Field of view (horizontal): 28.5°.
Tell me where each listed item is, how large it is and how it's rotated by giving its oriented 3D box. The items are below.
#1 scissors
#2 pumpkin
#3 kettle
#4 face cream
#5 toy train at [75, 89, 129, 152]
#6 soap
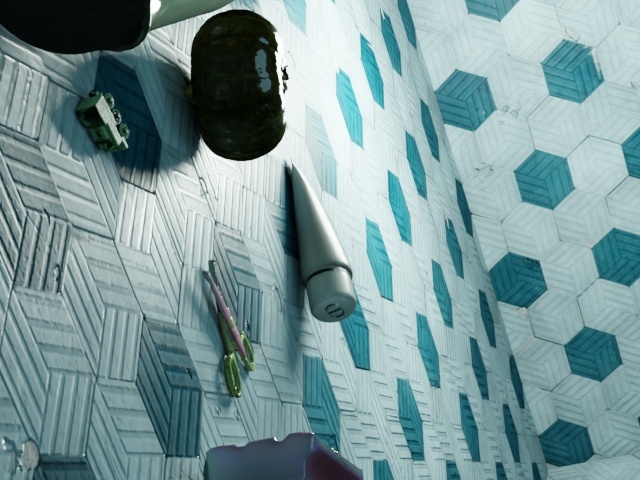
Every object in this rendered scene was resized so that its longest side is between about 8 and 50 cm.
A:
[{"bbox_3d":[-0.131,0.119,1.784,0.133,0.020,0.187,-67,142,-69],"label":"scissors"},{"bbox_3d":[-0.123,-0.227,1.855,0.223,0.157,0.224,-7,90,-89],"label":"pumpkin"},{"bbox_3d":[-0.262,-0.399,1.458,0.361,0.250,0.377,52,23,-7],"label":"kettle"},{"bbox_3d":[0.000,0.000,2.216,0.143,0.089,0.314,56,18,-48],"label":"face cream"},{"bbox_3d":[-0.264,-0.142,1.536,0.053,0.033,0.083,-71,144,-53],"label":"toy train"},{"bbox_3d":[-0.040,0.345,1.604,0.324,0.192,0.109,48,34,-60],"label":"soap"}]
